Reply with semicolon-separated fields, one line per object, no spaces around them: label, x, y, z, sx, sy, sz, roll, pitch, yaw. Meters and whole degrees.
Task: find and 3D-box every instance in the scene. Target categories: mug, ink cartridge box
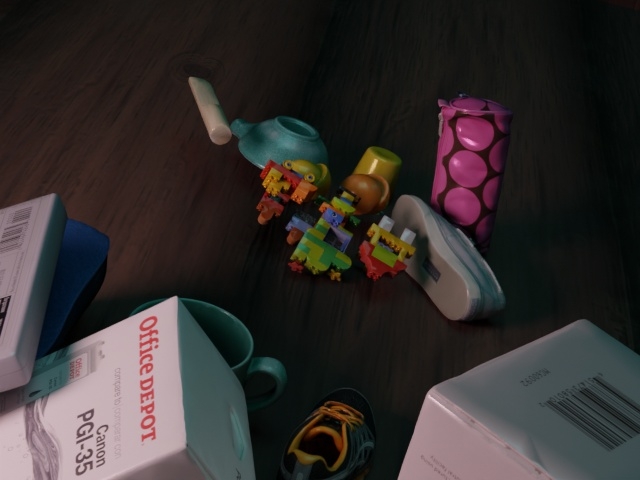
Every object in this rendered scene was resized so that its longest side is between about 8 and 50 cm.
mug;-0.129;0.140;1.336;0.157;0.097;0.129;33;34;29
ink cartridge box;-0.204;0.190;1.054;0.283;0.117;0.207;-25;31;7

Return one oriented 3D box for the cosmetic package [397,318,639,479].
cosmetic package;0.139;0.265;0.962;0.155;0.366;0.197;36;33;31

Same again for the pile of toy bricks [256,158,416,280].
pile of toy bricks;0.000;0.000;1.655;0.212;0.118;0.105;31;58;-3

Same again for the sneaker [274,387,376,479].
sneaker;0.010;0.200;1.309;0.084;0.083;0.215;17;28;8

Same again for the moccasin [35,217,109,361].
moccasin;-0.302;0.102;1.316;0.137;0.117;0.342;29;33;10

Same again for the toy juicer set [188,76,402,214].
toy juicer set;-0.052;-0.105;1.792;0.329;0.090;0.209;22;23;-4

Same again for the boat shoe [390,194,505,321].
boat shoe;0.162;0.025;1.697;0.081;0.079;0.227;7;34;-31

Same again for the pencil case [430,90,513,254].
pencil case;0.191;-0.086;1.758;0.098;0.209;0.095;2;20;-11

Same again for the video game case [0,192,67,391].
video game case;-0.383;0.075;1.179;0.299;0.036;0.329;-17;25;3
